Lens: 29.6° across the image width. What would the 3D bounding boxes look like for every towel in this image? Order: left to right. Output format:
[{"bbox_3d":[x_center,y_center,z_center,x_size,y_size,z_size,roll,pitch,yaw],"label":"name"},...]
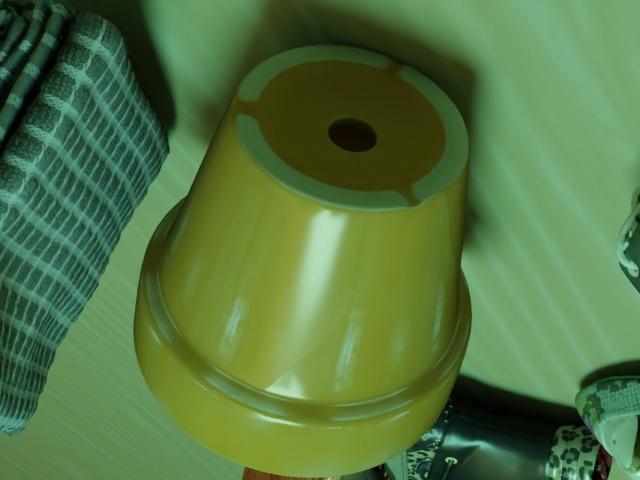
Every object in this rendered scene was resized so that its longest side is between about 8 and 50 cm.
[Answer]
[{"bbox_3d":[-0.189,-0.006,0.718,0.121,0.235,0.284,27,169,2],"label":"towel"}]

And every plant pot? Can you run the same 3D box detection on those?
[{"bbox_3d":[0.000,0.000,0.697,0.205,0.205,0.188,22,138,7],"label":"plant pot"}]

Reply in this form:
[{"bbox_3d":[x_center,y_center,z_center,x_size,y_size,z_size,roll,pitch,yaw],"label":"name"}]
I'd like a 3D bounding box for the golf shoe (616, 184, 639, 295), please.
[{"bbox_3d":[0.195,-0.005,0.611,0.120,0.105,0.273,11,150,41],"label":"golf shoe"}]

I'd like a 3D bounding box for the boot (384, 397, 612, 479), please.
[{"bbox_3d":[0.154,0.205,1.035,0.178,0.085,0.236,11,151,21],"label":"boot"}]

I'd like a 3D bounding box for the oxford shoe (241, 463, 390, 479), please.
[{"bbox_3d":[0.018,0.205,1.150,0.132,0.130,0.364,-3,151,-18],"label":"oxford shoe"}]

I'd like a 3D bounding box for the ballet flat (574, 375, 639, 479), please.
[{"bbox_3d":[0.252,0.131,0.824,0.077,0.079,0.221,38,151,-26],"label":"ballet flat"}]
